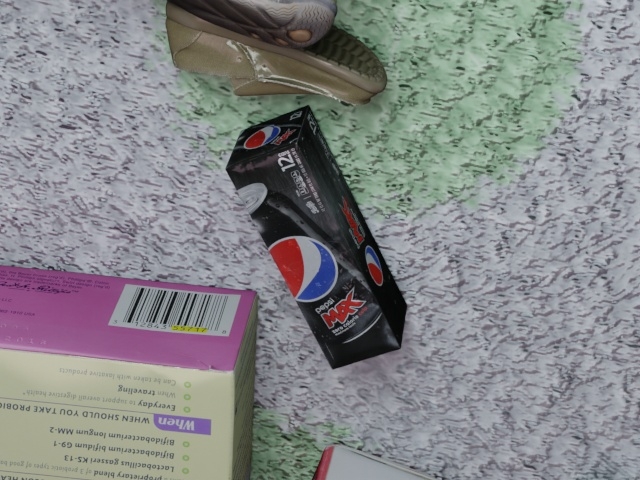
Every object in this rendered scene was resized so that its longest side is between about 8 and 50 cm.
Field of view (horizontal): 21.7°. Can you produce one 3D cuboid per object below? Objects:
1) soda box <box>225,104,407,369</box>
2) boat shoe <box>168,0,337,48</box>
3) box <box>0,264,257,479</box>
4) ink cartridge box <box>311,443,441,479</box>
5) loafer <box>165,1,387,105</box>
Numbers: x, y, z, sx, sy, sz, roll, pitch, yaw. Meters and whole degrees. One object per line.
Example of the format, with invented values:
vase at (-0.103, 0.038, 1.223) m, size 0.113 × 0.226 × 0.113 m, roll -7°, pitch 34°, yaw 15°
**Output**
soda box at (0.000, 0.000, 1.112) m, size 0.053 × 0.060 × 0.169 m, roll -19°, pitch 115°, yaw 19°
boat shoe at (-0.127, -0.219, 0.988) m, size 0.324 × 0.123 × 0.116 m, roll 22°, pitch 87°, yaw 5°
box at (-0.160, 0.155, 1.183) m, size 0.214 × 0.117 × 0.243 m, roll 5°, pitch 116°, yaw 4°
ink cartridge box at (0.002, 0.339, 1.210) m, size 0.131 × 0.226 × 0.306 m, roll 17°, pitch 121°, yaw 0°
loafer at (-0.030, -0.115, 1.057) m, size 0.148 × 0.056 × 0.050 m, roll 21°, pitch 121°, yaw 7°
